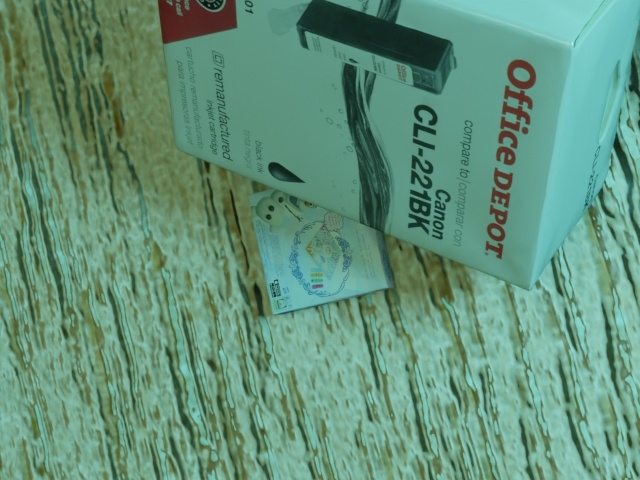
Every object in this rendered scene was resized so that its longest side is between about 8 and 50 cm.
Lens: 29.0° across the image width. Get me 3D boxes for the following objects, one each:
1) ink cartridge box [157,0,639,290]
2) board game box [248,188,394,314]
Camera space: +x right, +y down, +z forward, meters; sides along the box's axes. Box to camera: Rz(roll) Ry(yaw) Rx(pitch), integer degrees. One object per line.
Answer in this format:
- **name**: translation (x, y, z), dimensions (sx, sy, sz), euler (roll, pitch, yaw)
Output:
- **ink cartridge box**: translation (0.043, -0.113, 0.767), dimensions (0.273, 0.114, 0.197), euler (22, 140, 20)
- **board game box**: translation (0.000, 0.000, 0.883), dimensions (0.090, 0.020, 0.090), euler (-14, 84, 22)
